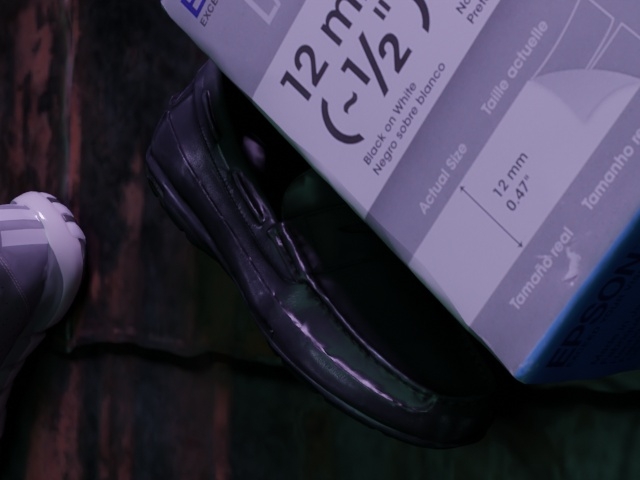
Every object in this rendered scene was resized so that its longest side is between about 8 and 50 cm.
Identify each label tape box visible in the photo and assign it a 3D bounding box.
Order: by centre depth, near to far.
[{"bbox_3d":[0.058,-0.151,0.613,0.347,0.115,0.249,46,117,27],"label":"label tape box"}]

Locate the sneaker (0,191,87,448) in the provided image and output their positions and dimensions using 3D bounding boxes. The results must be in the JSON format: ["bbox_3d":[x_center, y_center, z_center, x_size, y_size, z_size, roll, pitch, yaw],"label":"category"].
[{"bbox_3d":[-0.225,0.069,0.829,0.086,0.132,0.228,41,114,31],"label":"sneaker"}]

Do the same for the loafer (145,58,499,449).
[{"bbox_3d":[0.000,0.000,0.683,0.223,0.076,0.078,47,125,33],"label":"loafer"}]
